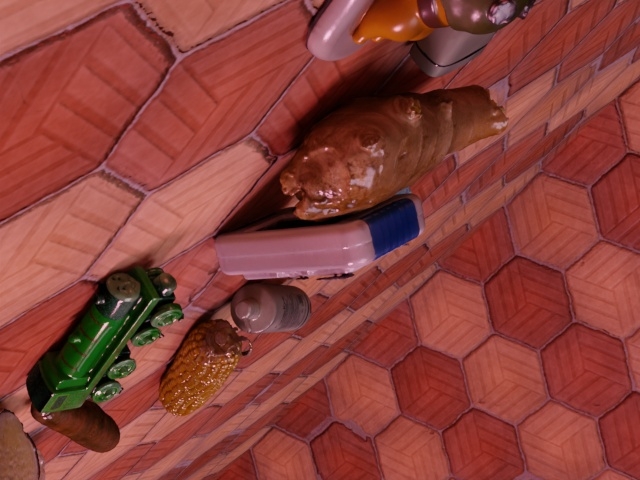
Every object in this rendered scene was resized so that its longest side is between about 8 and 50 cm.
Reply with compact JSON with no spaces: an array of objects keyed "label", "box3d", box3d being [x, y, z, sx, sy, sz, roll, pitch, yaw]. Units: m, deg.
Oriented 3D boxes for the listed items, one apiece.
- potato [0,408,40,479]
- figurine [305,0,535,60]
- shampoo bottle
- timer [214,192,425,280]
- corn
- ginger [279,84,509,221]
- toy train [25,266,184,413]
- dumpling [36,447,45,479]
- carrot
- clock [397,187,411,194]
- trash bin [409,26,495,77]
[{"label":"potato","box3d":[-0.458,0.316,1.431,0.117,0.182,0.202,-4,-165,11]},{"label":"figurine","box3d":[0.115,-0.231,1.101,0.250,0.141,0.166,-47,168,31]},{"label":"shampoo bottle","box3d":[-0.090,0.116,1.891,0.085,0.085,0.262,-42,167,10]},{"label":"timer","box3d":[0.000,0.000,1.476,0.253,0.078,0.178,-4,-165,40]},{"label":"corn","box3d":[-0.209,0.221,1.898,0.106,0.106,0.293,-31,169,-34]},{"label":"ginger","box3d":[0.094,-0.104,1.448,0.375,0.166,0.236,-1,135,-50]},{"label":"toy train","box3d":[-0.274,0.125,1.399,0.119,0.085,0.251,-2,140,-46]},{"label":"dumpling","box3d":[-0.499,0.396,1.673,0.155,0.181,0.111,9,177,-36]},{"label":"carrot","box3d":[-0.371,0.268,1.663,0.070,0.070,0.342,-38,162,-7]},{"label":"clock","box3d":[0.105,-0.076,1.869,0.108,0.045,0.147,-40,168,-5]},{"label":"trash bin","box3d":[0.181,-0.272,1.347,0.116,0.059,0.130,-33,166,-35]}]
